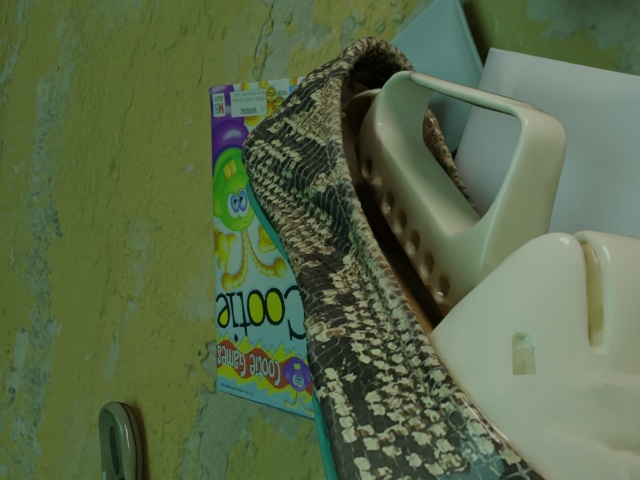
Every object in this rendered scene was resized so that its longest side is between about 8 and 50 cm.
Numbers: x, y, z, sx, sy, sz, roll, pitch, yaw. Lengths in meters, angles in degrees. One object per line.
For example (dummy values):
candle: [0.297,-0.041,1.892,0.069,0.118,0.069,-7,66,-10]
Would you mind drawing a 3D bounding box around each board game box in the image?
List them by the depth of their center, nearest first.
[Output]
board game box: [0.000,0.000,0.741,0.142,0.144,0.275,6,99,46]

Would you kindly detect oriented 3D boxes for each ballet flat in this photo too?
ballet flat: [0.069,0.022,0.419,0.182,0.164,0.483,-54,33,23]

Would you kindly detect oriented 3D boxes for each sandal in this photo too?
sandal: [-0.288,0.372,1.135,0.120,0.086,0.303,-44,53,39]

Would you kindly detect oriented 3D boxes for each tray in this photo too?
tray: [0.064,-0.106,0.808,0.270,0.030,0.145,-37,58,43]

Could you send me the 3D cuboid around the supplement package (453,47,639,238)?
supplement package: [0.176,0.033,0.524,0.204,0.145,0.262,38,114,60]
